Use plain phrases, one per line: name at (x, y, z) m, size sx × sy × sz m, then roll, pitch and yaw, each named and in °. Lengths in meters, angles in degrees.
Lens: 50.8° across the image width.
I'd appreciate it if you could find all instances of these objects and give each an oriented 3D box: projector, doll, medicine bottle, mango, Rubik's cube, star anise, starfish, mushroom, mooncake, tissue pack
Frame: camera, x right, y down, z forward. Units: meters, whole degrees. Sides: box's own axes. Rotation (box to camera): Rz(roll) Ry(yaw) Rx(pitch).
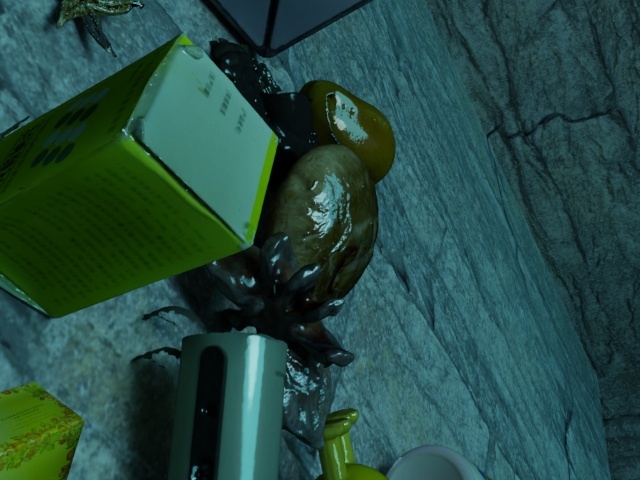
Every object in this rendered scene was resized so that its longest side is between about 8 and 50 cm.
projector at (-0.092, 0.256, 0.623) m, size 0.108 × 0.108 × 0.337 m, roll 29°, pitch 58°, yaw -53°
doll at (0.041, 0.394, 0.804) m, size 0.199 × 0.145 × 0.363 m, roll 12°, pitch 67°, yaw -74°
medicine bottle at (0.229, 0.454, 1.086) m, size 0.293 × 0.170 × 0.170 m, roll 44°, pitch 37°, yaw -40°
mango at (0.042, -0.186, 1.191) m, size 0.236 × 0.136 × 0.166 m, roll 45°, pitch 37°, yaw -36°
medicine bottle at (-0.176, -0.046, 0.568) m, size 0.141 × 0.250 × 0.137 m, roll 45°, pitch 38°, yaw -37°
Rubik's cube at (-0.057, -0.489, 1.058) m, size 0.255 × 0.260 × 0.259 m, roll 40°, pitch 40°, yaw -42°
star anise at (-0.055, 0.109, 0.775) m, size 0.111 × 0.198 × 0.257 m, roll -17°, pitch 102°, yaw -42°
starfish at (-0.262, -0.270, 0.774) m, size 0.130 × 0.041 × 0.133 m, roll -17°, pitch 94°, yaw -55°
mushroom at (0.000, 0.000, 0.943) m, size 0.278 × 0.146 × 0.278 m, roll 17°, pitch 90°, yaw -73°
mooncake at (-0.231, 0.110, 0.572) m, size 0.150 × 0.057 × 0.347 m, roll 27°, pitch 15°, yaw 7°
tissue pack at (-0.250, 0.169, 0.442) m, size 0.176 × 0.062 × 0.095 m, roll -8°, pitch 122°, yaw -63°

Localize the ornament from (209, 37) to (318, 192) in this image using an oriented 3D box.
ornament at (-0.092, -0.212, 1.011) m, size 0.251 × 0.106 × 0.260 m, roll 19°, pitch 51°, yaw -61°
